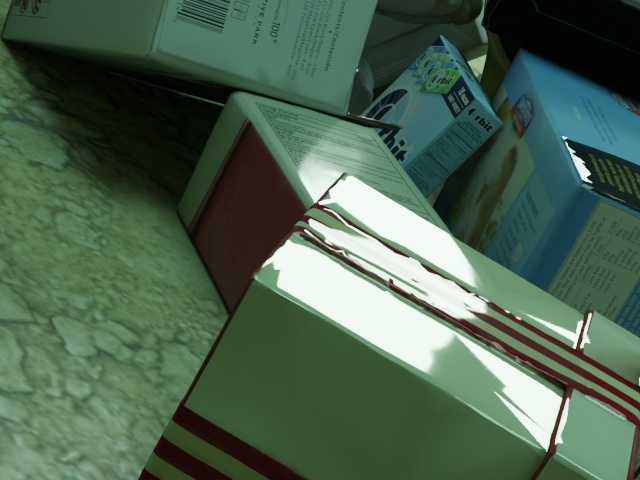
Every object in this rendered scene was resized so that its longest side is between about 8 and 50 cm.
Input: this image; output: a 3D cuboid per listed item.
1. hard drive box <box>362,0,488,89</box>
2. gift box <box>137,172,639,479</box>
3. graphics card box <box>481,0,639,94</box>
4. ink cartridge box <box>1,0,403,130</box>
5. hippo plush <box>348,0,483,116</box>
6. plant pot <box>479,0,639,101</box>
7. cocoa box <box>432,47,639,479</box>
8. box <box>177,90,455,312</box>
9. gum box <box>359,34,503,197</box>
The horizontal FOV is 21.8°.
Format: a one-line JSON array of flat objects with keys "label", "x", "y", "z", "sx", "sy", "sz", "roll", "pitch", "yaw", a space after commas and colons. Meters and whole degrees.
[{"label": "hard drive box", "x": 0.139, "y": -0.251, "z": 1.999, "sx": 0.232, "sy": 0.181, "sz": 0.089, "roll": -22, "pitch": 93, "yaw": -65}, {"label": "gift box", "x": 0.056, "y": 0.125, "z": 0.948, "sx": 0.258, "sy": 0.276, "sz": 0.255, "roll": 32, "pitch": 26, "yaw": 2}, {"label": "graphics card box", "x": 0.305, "y": -0.296, "z": 1.658, "sx": 0.233, "sy": 0.094, "sz": 0.371, "roll": 24, "pitch": 43, "yaw": -2}, {"label": "ink cartridge box", "x": -0.097, "y": -0.200, "z": 1.515, "sx": 0.272, "sy": 0.130, "sz": 0.309, "roll": 15, "pitch": 0, "yaw": -35}, {"label": "hippo plush", "x": 0.002, "y": -0.238, "z": 1.717, "sx": 0.294, "sy": 0.236, "sz": 0.234, "roll": 30, "pitch": 4, "yaw": -19}, {"label": "plant pot", "x": 0.278, "y": -0.163, "z": 1.822, "sx": 0.276, "sy": 0.254, "sz": 0.276, "roll": 5, "pitch": 62, "yaw": -10}, {"label": "cocoa box", "x": 0.241, "y": 0.019, "z": 1.459, "sx": 0.228, "sy": 0.231, "sz": 0.347, "roll": 23, "pitch": 22, "yaw": -12}, {"label": "box", "x": 0.000, "y": 0.000, "z": 1.343, "sx": 0.148, "sy": 0.127, "sz": 0.232, "roll": 14, "pitch": 26, "yaw": -30}, {"label": "gum box", "x": 0.075, "y": -0.089, "z": 1.556, "sx": 0.041, "sy": 0.184, "sz": 0.157, "roll": 40, "pitch": 16, "yaw": -25}]
